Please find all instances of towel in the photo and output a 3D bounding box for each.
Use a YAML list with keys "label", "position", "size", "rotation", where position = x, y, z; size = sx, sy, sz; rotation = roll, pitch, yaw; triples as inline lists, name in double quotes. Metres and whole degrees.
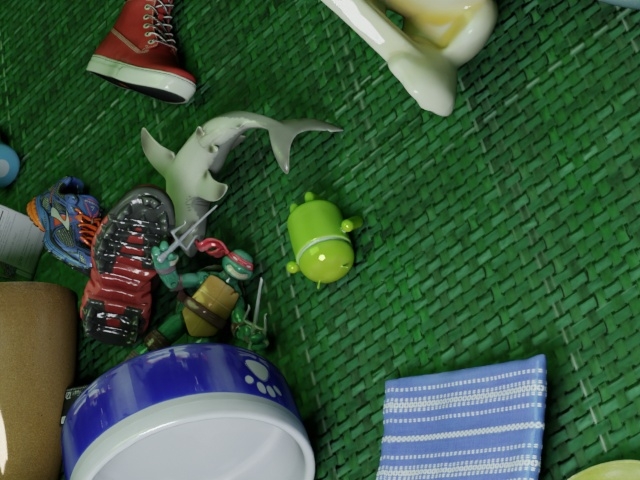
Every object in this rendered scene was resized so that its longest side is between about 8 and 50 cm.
- label: "towel"
  position: [0.118, 0.285, 1.550]
  size: [0.243, 0.040, 0.336]
  rotation: [-16, 59, 53]

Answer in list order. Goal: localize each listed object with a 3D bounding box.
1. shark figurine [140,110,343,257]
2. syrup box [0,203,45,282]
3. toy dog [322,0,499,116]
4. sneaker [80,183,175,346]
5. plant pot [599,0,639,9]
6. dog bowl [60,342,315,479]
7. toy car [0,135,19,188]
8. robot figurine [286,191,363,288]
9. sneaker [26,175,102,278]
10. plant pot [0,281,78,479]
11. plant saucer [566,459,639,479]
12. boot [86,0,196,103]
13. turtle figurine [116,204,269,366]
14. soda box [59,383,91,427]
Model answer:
- label: "shark figurine"
  position: [-0.110, -0.117, 1.982]
  size: [0.278, 0.116, 0.166]
  rotation: [-37, 81, 39]
- label: "syrup box"
  position: [-0.515, -0.022, 2.250]
  size: [0.093, 0.237, 0.096]
  rotation: [7, 77, 47]
- label: "toy dog"
  position: [0.193, -0.383, 1.688]
  size: [0.284, 0.395, 0.408]
  rotation: [46, 113, 1]
- label: "sneaker"
  position: [-0.237, 0.009, 1.994]
  size: [0.276, 0.098, 0.135]
  rotation: [112, 171, -47]
- label: "plant pot"
  position: [0.360, -0.336, 1.477]
  size: [0.196, 0.293, 0.293]
  rotation: [29, 93, 22]
- label: "dog bowl"
  position: [-0.145, 0.235, 1.711]
  size: [0.265, 0.265, 0.104]
  rotation: [-44, 43, 23]
- label: "toy car"
  position: [-0.627, -0.123, 2.419]
  size: [0.219, 0.238, 0.210]
  rotation: [31, 94, 50]
- label: "robot figurine"
  position: [0.000, 0.000, 1.823]
  size: [0.101, 0.067, 0.115]
  rotation: [-37, 48, 23]
- label: "sneaker"
  position: [-0.338, -0.022, 2.187]
  size: [0.087, 0.083, 0.221]
  rotation: [-51, 44, 8]
- label: "plant pot"
  position: [-0.419, 0.208, 2.074]
  size: [0.237, 0.237, 0.254]
  rotation: [-24, 70, 38]
- label: "plant saucer"
  position: [0.270, 0.317, 1.405]
  size: [0.241, 0.037, 0.241]
  rotation: [-22, 57, 39]
- label: "boot"
  position: [-0.224, -0.288, 2.193]
  size: [0.244, 0.088, 0.176]
  rotation: [25, 89, 53]
- label: "turtle figurine"
  position: [-0.136, 0.086, 1.896]
  size: [0.175, 0.118, 0.234]
  rotation: [32, 92, 9]
- label: "soda box"
  position: [-0.254, 0.210, 1.995]
  size: [0.169, 0.060, 0.053]
  rotation: [-13, 61, 43]
